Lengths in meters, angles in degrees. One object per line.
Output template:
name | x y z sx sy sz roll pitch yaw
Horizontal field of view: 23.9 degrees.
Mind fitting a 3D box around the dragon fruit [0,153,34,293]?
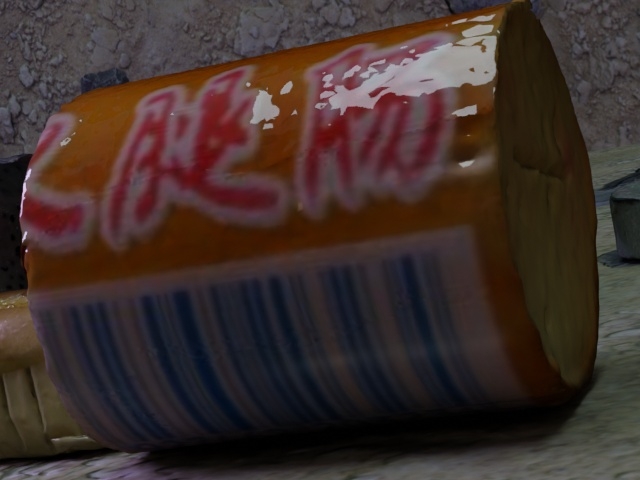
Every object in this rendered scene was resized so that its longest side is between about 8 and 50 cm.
dragon fruit | -0.316 0.023 1.487 0.283 0.204 0.221 -13 4 -34

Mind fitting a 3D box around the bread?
bread | -0.208 0.088 1.041 0.236 0.106 0.140 -7 4 31

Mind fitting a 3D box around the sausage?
sausage | 0.000 0.000 0.886 0.287 0.233 0.233 -10 5 22

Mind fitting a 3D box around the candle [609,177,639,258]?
candle | 0.351 -0.032 1.407 0.192 0.068 0.168 -10 8 -9

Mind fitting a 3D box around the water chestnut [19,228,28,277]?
water chestnut | -0.124 0.015 1.170 0.224 0.238 0.223 -3 -37 -3
